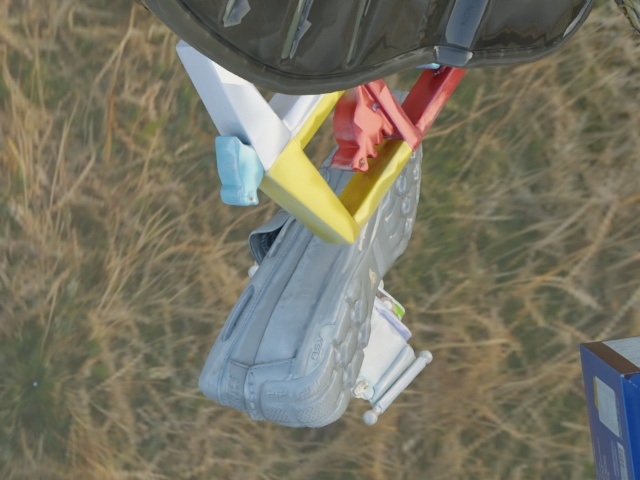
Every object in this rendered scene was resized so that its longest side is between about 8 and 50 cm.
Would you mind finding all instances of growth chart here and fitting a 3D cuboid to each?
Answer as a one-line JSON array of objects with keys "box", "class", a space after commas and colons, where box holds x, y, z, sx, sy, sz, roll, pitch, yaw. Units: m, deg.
[{"box": [0.027, 0.078, 1.793, 0.237, 0.021, 0.172, 50, 41, 7], "class": "growth chart"}]

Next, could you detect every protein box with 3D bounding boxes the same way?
[{"box": [0.380, 0.214, 1.750, 0.136, 0.201, 0.199, -8, 96, -2], "class": "protein box"}]

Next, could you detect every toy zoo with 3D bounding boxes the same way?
[{"box": [0.015, -0.134, 1.100, 0.192, 0.030, 0.293, 52, 60, -34], "class": "toy zoo"}]

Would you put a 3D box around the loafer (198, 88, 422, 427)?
[{"box": [0.000, 0.000, 1.221, 0.112, 0.112, 0.319, 7, 47, 19], "class": "loafer"}]

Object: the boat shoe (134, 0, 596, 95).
[{"box": [0.003, -0.130, 0.685, 0.104, 0.307, 0.110, 36, 110, 31], "class": "boat shoe"}]

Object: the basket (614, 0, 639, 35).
[{"box": [0.321, -0.259, 1.142, 0.213, 0.223, 0.299, -25, 81, -16], "class": "basket"}]
